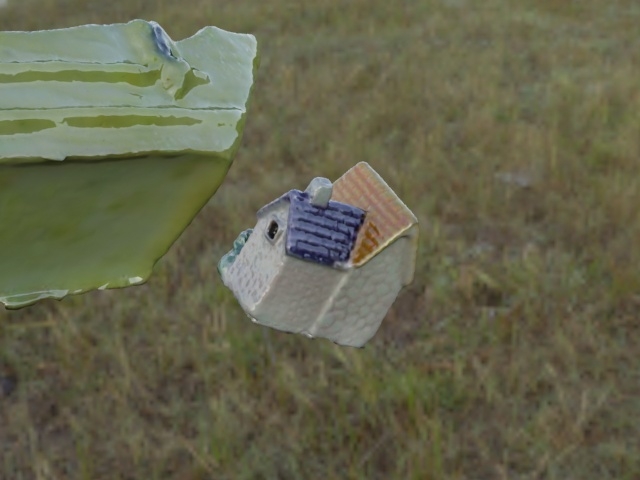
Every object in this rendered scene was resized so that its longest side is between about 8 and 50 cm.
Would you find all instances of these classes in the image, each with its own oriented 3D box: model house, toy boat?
[{"bbox_3d":[0.000,0.000,0.842,0.100,0.100,0.088,14,27,-33],"label":"model house"},{"bbox_3d":[-0.127,-0.030,0.538,0.276,0.111,0.084,-10,60,-42],"label":"toy boat"}]
